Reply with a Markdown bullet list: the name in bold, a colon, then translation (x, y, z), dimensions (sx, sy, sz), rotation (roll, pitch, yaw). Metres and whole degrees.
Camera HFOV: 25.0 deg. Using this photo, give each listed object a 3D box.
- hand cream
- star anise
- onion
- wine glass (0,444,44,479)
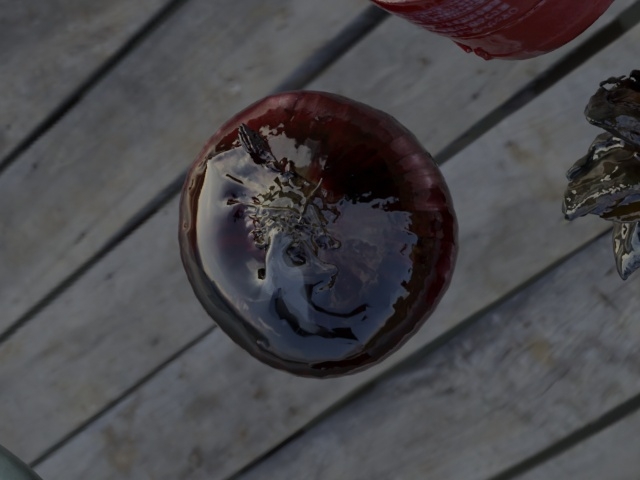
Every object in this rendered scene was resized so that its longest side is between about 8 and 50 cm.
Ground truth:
- **hand cream**: translation (0.127, -0.263, 1.120), dimensions (0.230, 0.149, 0.230), rotation (-18, 65, 46)
- **star anise**: translation (0.370, -0.104, 1.409), dimensions (0.332, 0.331, 0.118), rotation (-58, 38, 26)
- **onion**: translation (0.000, 0.000, 1.385), dimensions (0.273, 0.285, 0.273), rotation (-2, 77, 8)
- **wine glass**: translation (-0.245, 0.190, 0.986), dimensions (0.204, 0.111, 0.111), rotation (42, 119, -10)
